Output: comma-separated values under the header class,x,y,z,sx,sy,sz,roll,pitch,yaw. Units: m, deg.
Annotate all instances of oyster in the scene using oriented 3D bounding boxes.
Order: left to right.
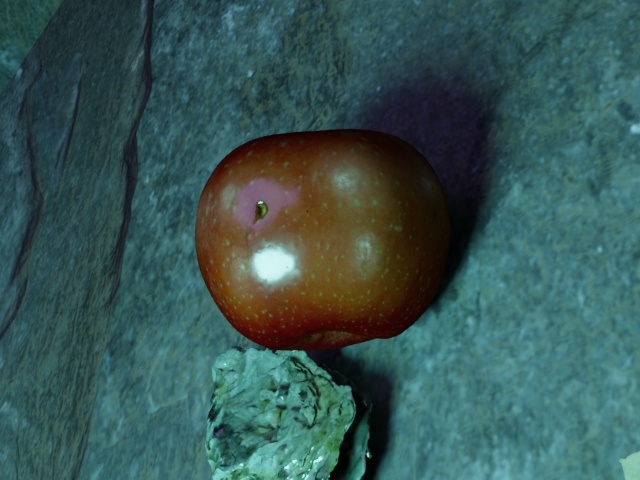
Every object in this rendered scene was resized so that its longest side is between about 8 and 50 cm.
class,x,y,z,sx,sy,sz,roll,pitch,yaw
oyster,-0.050,0.205,1.144,0.268,0.112,0.198,0,63,54

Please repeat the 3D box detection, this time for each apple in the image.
class,x,y,z,sx,sy,sz,roll,pitch,yaw
apple,0.000,0.000,1.122,0.260,0.260,0.216,-14,77,45

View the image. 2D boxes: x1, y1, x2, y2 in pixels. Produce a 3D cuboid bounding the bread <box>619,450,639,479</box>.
class,x,y,z,sx,sy,sz,roll,pitch,yaw
bread,0.279,0.208,0.765,0.105,0.077,0.152,-33,42,33
